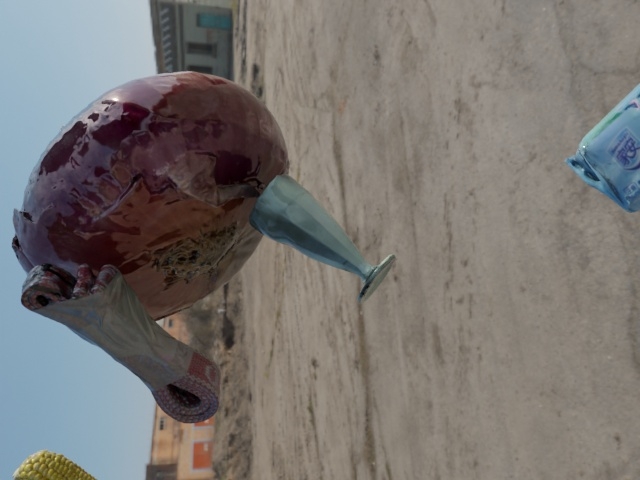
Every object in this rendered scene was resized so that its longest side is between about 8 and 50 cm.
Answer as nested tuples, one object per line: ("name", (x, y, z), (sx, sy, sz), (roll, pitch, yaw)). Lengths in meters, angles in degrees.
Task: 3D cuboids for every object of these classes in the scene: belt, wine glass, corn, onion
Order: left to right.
("corn", (-0.363, 0.420, 0.803), (0.081, 0.248, 0.081), (-44, 10, 10))
("belt", (-0.180, 0.100, 0.508), (0.232, 0.071, 0.053), (50, -169, -31))
("onion", (-0.216, -0.065, 0.651), (0.285, 0.348, 0.347), (41, 145, 18))
("wine glass", (0.000, 0.000, 0.560), (0.155, 0.073, 0.073), (39, 145, 15))

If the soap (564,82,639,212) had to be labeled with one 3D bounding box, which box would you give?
("soap", (0.309, -0.130, 0.356), (0.077, 0.156, 0.293), (53, 154, 15))
